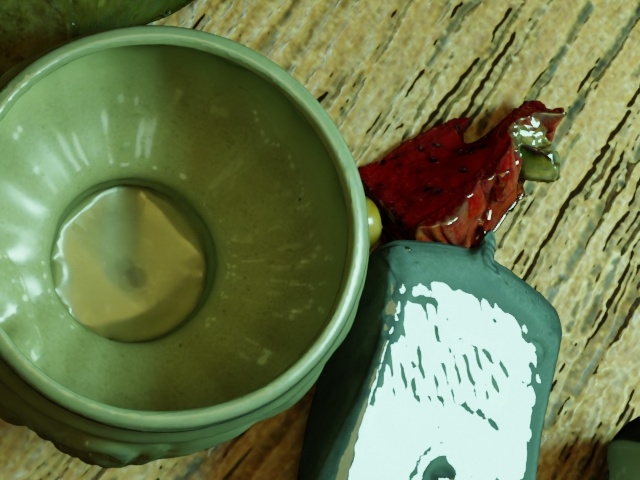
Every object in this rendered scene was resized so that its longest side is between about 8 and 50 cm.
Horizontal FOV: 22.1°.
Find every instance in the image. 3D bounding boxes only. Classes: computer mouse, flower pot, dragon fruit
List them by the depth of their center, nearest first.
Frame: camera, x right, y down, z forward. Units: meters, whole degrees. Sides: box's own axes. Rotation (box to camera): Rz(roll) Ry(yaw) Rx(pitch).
[{"bbox_3d":[-0.130,0.012,1.178,0.308,0.244,0.307,3,79,-13],"label":"flower pot"},{"bbox_3d":[0.071,0.167,1.263,0.188,0.122,0.370,22,76,-23],"label":"computer mouse"},{"bbox_3d":[0.127,-0.046,1.366,0.192,0.122,0.092,-41,131,-22],"label":"dragon fruit"}]

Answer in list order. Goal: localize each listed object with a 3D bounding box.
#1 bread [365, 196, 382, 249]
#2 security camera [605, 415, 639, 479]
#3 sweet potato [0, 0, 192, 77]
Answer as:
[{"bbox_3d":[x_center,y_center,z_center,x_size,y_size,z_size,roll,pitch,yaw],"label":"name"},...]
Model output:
[{"bbox_3d":[-0.001,0.001,1.311,0.103,0.062,0.049,-24,109,-18],"label":"bread"},{"bbox_3d":[0.263,0.289,1.263,0.191,0.197,0.277,26,76,19],"label":"security camera"},{"bbox_3d":[-0.179,-0.215,1.245,0.158,0.158,0.370,52,43,-1],"label":"sweet potato"}]
